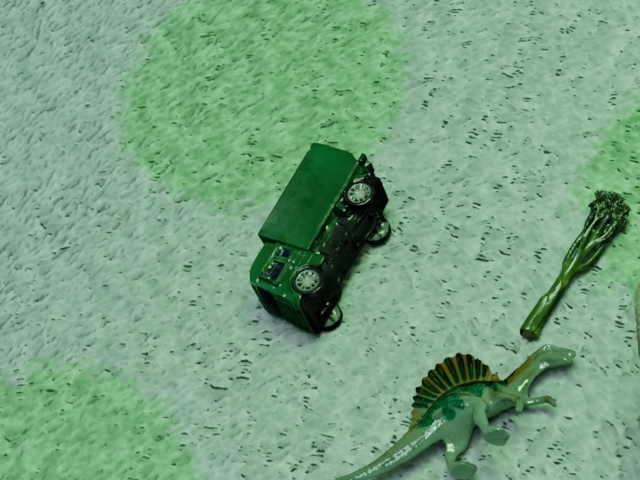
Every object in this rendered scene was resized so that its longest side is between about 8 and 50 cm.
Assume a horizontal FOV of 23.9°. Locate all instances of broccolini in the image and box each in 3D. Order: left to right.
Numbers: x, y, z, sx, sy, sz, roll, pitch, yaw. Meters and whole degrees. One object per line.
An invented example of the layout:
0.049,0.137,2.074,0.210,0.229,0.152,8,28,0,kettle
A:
0.196,0.017,1.179,0.030,0.035,0.140,26,69,33,broccolini

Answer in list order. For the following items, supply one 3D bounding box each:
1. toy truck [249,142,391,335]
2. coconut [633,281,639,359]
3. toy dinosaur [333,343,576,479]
0.000,0.000,1.230,0.079,0.065,0.147,15,63,28,toy truck
0.328,0.077,0.983,0.245,0.247,0.245,6,68,-14,coconut
0.100,0.126,1.136,0.187,0.044,0.106,-18,40,20,toy dinosaur
